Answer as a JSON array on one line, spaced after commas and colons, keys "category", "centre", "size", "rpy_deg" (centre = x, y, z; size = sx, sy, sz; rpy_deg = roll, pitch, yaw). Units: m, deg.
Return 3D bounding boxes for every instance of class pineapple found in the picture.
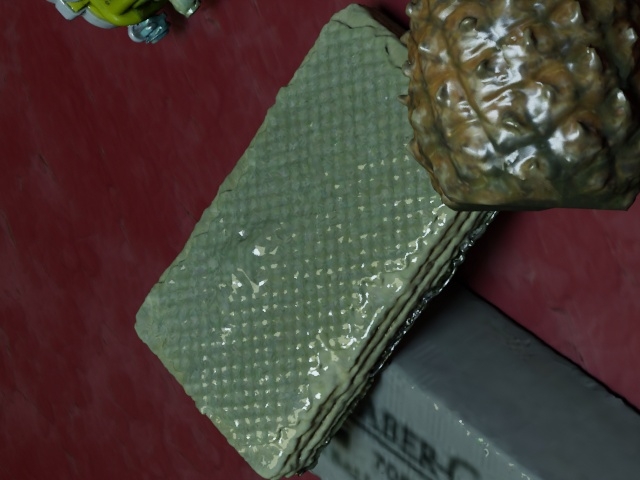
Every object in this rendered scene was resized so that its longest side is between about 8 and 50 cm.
[{"category": "pineapple", "centre": [0.075, -0.108, 0.619], "size": [0.108, 0.108, 0.198], "rpy_deg": [5, 107, 52]}]

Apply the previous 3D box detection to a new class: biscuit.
[{"category": "biscuit", "centre": [0.000, 0.000, 0.750], "size": [0.121, 0.040, 0.199], "rpy_deg": [46, 111, 33]}]

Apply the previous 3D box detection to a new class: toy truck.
[{"category": "toy truck", "centre": [-0.097, -0.143, 0.853], "size": [0.077, 0.076, 0.111], "rpy_deg": [47, 150, -13]}]

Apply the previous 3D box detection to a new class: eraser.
[{"category": "eraser", "centre": [0.054, 0.089, 0.795], "size": [0.352, 0.077, 0.111], "rpy_deg": [37, 140, 34]}]
